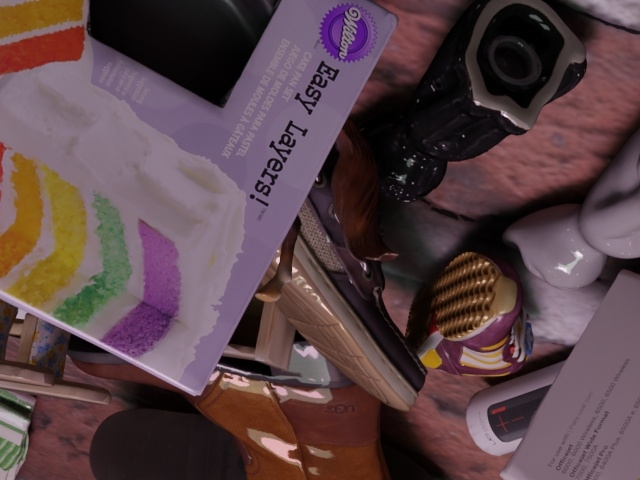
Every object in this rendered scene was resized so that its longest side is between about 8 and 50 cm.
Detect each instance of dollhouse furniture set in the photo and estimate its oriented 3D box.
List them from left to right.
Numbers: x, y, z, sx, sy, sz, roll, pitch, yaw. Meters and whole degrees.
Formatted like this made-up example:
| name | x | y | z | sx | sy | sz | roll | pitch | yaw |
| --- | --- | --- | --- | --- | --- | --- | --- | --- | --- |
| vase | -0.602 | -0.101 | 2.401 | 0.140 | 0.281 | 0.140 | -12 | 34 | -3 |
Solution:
| name | x | y | z | sx | sy | sz | roll | pitch | yaw |
| --- | --- | --- | --- | --- | --- | --- | --- | --- | --- |
| dollhouse furniture set | -0.132 | 0.009 | 1.289 | 0.161 | 0.212 | 0.242 | 6 | 170 | 24 |

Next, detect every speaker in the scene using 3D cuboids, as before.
| name | x | y | z | sx | sy | sz | roll | pitch | yaw |
| --- | --- | --- | --- | --- | --- | --- | --- | --- | --- |
| speaker | 0.174 | 0.123 | 1.412 | 0.055 | 0.055 | 0.136 | 37 | 144 | -22 |

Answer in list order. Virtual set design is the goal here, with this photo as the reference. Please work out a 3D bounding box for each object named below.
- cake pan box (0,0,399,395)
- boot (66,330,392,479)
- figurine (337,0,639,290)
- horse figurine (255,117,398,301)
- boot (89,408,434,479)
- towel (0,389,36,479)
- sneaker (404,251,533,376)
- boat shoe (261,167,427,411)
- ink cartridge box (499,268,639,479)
| name | x | y | z | sx | sy | sz | roll | pitch | yaw |
| --- | --- | --- | --- | --- | --- | --- | --- | --- | --- |
| cake pan box | -0.116 | -0.080 | 1.073 | 0.246 | 0.267 | 0.070 | 30 | 175 | -12 |
| boot | -0.060 | 0.172 | 1.521 | 0.264 | 0.096 | 0.280 | -4 | 123 | 14 |
| figurine | 0.136 | -0.045 | 1.183 | 0.215 | 0.092 | 0.209 | 29 | 153 | -13 |
| horse figurine | -0.067 | -0.071 | 1.155 | 0.263 | 0.174 | 0.066 | 23 | 165 | -15 |
| boot | -0.041 | 0.202 | 1.630 | 0.305 | 0.112 | 0.115 | 12 | 176 | 6 |
| towel | -0.404 | 0.184 | 1.830 | 0.248 | 0.038 | 0.325 | 24 | 148 | -2 |
| sneaker | 0.122 | 0.056 | 1.326 | 0.084 | 0.069 | 0.185 | 15 | 166 | -13 |
| boat shoe | 0.000 | 0.000 | 1.277 | 0.285 | 0.092 | 0.103 | 52 | 163 | -25 |
| ink cartridge box | 0.275 | 0.156 | 1.213 | 0.233 | 0.168 | 0.171 | 23 | 166 | 39 |
